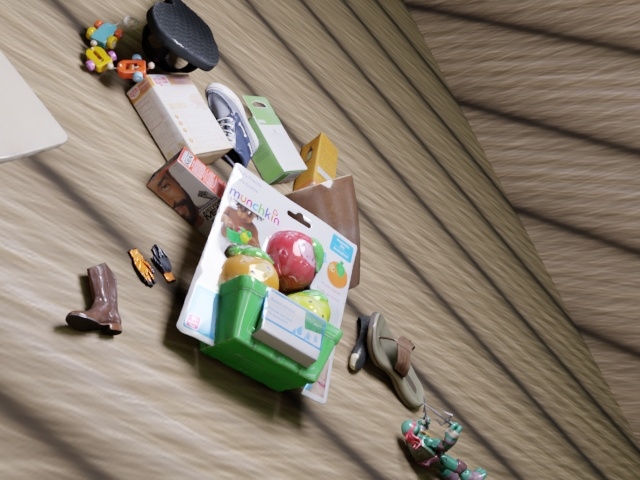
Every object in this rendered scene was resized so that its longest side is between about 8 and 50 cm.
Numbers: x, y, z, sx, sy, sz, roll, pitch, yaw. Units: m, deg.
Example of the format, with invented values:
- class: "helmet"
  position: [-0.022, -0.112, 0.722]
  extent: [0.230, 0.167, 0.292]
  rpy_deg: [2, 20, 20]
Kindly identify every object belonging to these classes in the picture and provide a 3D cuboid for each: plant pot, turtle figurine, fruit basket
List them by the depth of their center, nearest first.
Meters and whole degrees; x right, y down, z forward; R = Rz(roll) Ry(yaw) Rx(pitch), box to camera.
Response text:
- class: "fruit basket"
  position: [-0.068, 0.074, 1.327]
  extent: [0.327, 0.165, 0.353]
  rpy_deg: [35, 58, -28]
- class: "plant pot"
  position: [0.000, 0.000, 1.562]
  extent: [0.215, 0.215, 0.230]
  rpy_deg: [-22, 95, -61]
- class: "turtle figurine"
  position: [0.245, 0.436, 1.571]
  extent: [0.234, 0.118, 0.175]
  rpy_deg: [50, -12, -15]

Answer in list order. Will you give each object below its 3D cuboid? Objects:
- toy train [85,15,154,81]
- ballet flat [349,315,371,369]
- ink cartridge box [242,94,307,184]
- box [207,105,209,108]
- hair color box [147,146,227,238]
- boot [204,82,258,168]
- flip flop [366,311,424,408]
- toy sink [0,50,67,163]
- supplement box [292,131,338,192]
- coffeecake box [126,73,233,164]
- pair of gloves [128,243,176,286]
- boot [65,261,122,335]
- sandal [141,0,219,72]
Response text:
- class: "toy train"
  position: [-0.391, -0.361, 1.418]
  extent: [0.125, 0.046, 0.166]
  rpy_deg: [-8, 58, -13]
- class: "ballet flat"
  position: [0.088, 0.228, 1.619]
  extent: [0.173, 0.049, 0.057]
  rpy_deg: [-61, 155, -57]
- class: "ink cartridge box"
  position: [-0.127, -0.237, 1.723]
  extent: [0.209, 0.062, 0.109]
  rpy_deg: [61, 29, 8]
- class: "box"
  position: [-0.225, -0.266, 1.647]
  extent: [0.083, 0.018, 0.067]
  rpy_deg: [0, 62, -57]
- class: "hair color box"
  position: [-0.230, -0.085, 1.380]
  extent: [0.167, 0.093, 0.053]
  rpy_deg: [43, 31, -22]
- class: "boot"
  position: [-0.197, -0.244, 1.580]
  extent: [0.190, 0.069, 0.086]
  rpy_deg: [56, 35, -34]
- class: "flip flop"
  position: [0.181, 0.265, 1.630]
  extent: [0.277, 0.080, 0.112]
  rpy_deg: [59, 31, -24]
- class: "toy sink"
  position: [-0.502, -0.179, 1.020]
  extent: [0.234, 0.131, 0.153]
  rpy_deg: [51, 29, -1]
- class: "supplement box"
  position: [-0.010, -0.168, 1.820]
  extent: [0.080, 0.078, 0.233]
  rpy_deg: [41, 33, -27]
- class: "coffeecake box"
  position: [-0.283, -0.242, 1.483]
  extent: [0.185, 0.068, 0.142]
  rpy_deg: [59, 28, 3]
- class: "pair of gloves"
  position: [-0.286, 0.042, 1.253]
  extent: [0.083, 0.010, 0.074]
  rpy_deg: [-13, 72, -61]
- class: "boot"
  position: [-0.343, 0.080, 1.097]
  extent: [0.106, 0.037, 0.114]
  rpy_deg: [36, 36, -57]
- class: "sandal"
  position: [-0.305, -0.424, 1.567]
  extent: [0.167, 0.107, 0.445]
  rpy_deg: [41, 13, -19]
